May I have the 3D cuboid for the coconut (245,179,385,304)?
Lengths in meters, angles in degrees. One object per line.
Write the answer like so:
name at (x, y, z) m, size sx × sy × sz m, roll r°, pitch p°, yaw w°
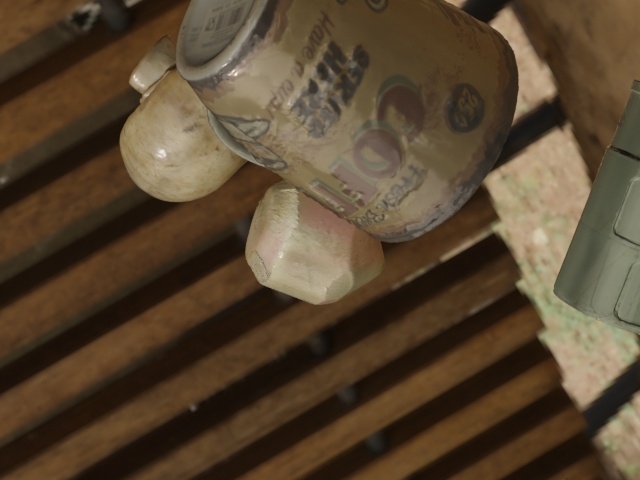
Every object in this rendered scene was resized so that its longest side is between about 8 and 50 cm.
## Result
coconut at (0.000, 0.000, 1.723) m, size 0.183 × 0.171 × 0.171 m, roll 18°, pitch -170°, yaw -15°

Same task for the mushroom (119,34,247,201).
mushroom at (-0.189, -0.150, 1.751) m, size 0.195 × 0.189 × 0.254 m, roll 42°, pitch -175°, yaw 0°

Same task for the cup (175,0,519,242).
cup at (-0.013, -0.146, 1.194) m, size 0.257 × 0.227 × 0.301 m, roll 29°, pitch 153°, yaw -30°

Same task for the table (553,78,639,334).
table at (0.318, -0.029, 1.247) m, size 0.126 × 0.220 × 0.126 m, roll 18°, pitch -169°, yaw -4°

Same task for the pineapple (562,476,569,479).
pineapple at (0.314, 0.333, 1.687) m, size 0.045 × 0.019 × 0.083 m, roll -109°, pitch 18°, yaw -44°
